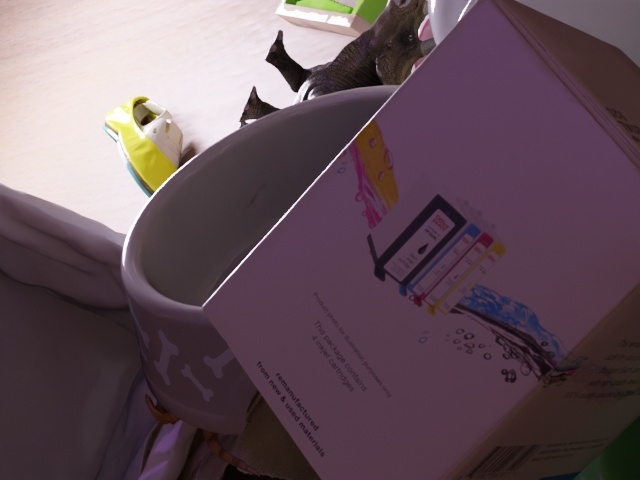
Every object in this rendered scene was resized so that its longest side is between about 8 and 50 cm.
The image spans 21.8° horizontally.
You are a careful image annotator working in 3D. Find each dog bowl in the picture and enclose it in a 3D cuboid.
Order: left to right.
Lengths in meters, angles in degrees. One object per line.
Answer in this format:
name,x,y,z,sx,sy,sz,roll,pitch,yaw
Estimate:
dog bowl,0.000,0.000,1.318,0.349,0.102,0.349,-18,32,11

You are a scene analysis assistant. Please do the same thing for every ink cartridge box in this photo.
ink cartridge box,0.097,0.020,0.871,0.232,0.171,0.168,-47,63,21

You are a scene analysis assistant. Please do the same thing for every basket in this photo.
basket,-0.293,0.145,1.531,0.266,0.331,0.328,143,150,-73

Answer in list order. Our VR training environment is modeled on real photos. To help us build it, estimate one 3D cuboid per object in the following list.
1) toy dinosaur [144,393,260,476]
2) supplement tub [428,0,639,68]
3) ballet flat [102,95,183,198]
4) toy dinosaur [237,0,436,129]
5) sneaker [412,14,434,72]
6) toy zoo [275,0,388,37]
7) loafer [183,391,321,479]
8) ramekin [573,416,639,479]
toy dinosaur,-0.094,0.121,1.372,0.112,0.064,0.211,-47,28,42
supplement tub,0.195,-0.233,1.248,0.235,0.235,0.325,-37,36,36
ballet flat,-0.202,-0.118,1.955,0.077,0.077,0.231,-41,28,1
toy dinosaur,0.006,-0.091,1.516,0.121,0.160,0.313,-70,2,-48
sneaker,0.134,-0.197,1.504,0.134,0.051,0.070,-54,24,2
toy zoo,0.068,-0.357,1.778,0.293,0.030,0.192,-62,29,-2
loafer,-0.022,0.161,1.389,0.268,0.102,0.092,-55,29,30
ramekin,0.271,0.078,0.934,0.303,0.148,0.303,-39,35,34
